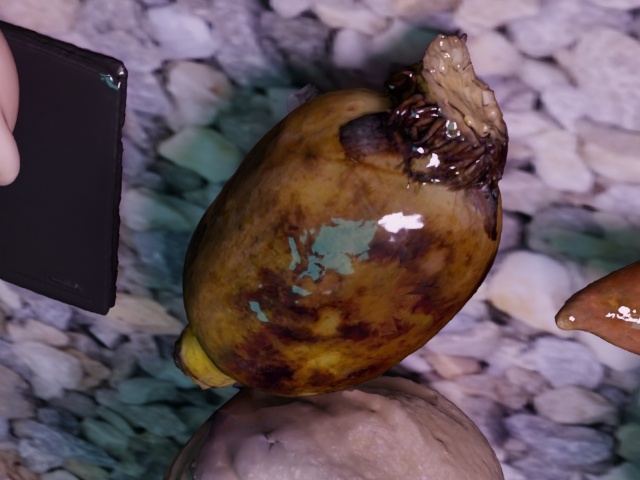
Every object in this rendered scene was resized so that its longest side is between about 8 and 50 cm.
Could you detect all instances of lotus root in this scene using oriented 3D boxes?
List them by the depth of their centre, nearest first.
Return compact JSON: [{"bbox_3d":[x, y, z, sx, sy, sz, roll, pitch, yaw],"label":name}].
[{"bbox_3d":[0.009,0.011,0.945,0.169,0.141,0.314,28,124,-22],"label":"lotus root"}]

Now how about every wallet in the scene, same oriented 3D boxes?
[{"bbox_3d":[-0.207,-0.048,1.100,0.124,0.025,0.244,20,134,10],"label":"wallet"}]

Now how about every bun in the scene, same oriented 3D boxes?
[{"bbox_3d":[-0.011,0.197,1.048,0.205,0.281,0.281,44,133,-4],"label":"bun"}]

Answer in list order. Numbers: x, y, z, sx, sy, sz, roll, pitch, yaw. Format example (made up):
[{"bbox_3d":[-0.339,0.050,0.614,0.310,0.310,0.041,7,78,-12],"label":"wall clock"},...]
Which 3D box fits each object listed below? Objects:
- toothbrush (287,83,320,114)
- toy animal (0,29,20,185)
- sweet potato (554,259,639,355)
[{"bbox_3d":[0.000,0.000,1.041,0.018,0.024,0.257,25,138,34],"label":"toothbrush"},{"bbox_3d":[-0.391,-0.124,0.967,0.277,0.247,0.345,-19,113,41],"label":"toy animal"},{"bbox_3d":[0.317,0.051,0.874,0.354,0.106,0.095,11,122,6],"label":"sweet potato"}]
